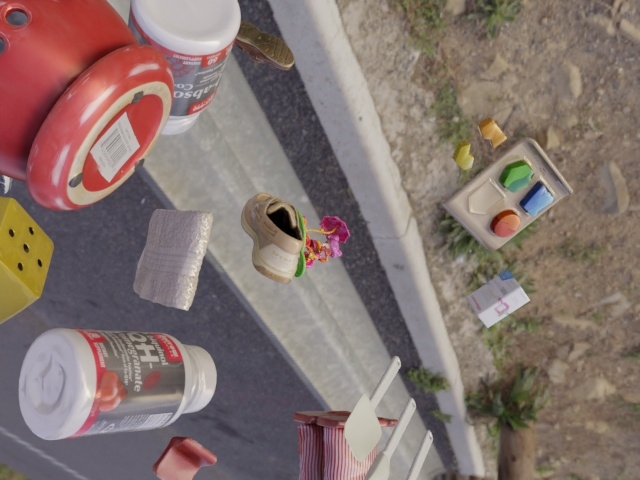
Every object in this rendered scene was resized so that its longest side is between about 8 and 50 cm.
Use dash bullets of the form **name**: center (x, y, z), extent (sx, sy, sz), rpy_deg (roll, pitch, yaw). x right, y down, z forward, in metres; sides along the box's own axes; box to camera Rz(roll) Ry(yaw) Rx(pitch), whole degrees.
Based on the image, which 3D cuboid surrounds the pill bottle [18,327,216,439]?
- **pill bottle**: center (-0.340, 0.248, 1.130), extent (0.176, 0.176, 0.319), rpy_deg (-6, 168, 33)

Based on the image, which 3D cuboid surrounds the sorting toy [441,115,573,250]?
- **sorting toy**: center (0.374, -0.111, 1.341), extent (0.229, 0.041, 0.307), rpy_deg (-38, 129, 19)

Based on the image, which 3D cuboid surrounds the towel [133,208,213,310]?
- **towel**: center (-0.295, 0.029, 1.245), extent (0.049, 0.187, 0.282), rpy_deg (17, 173, -31)

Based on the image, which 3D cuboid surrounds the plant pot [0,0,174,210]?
- **plant pot**: center (-0.237, -0.137, 0.564), extent (0.174, 0.191, 0.191), rpy_deg (35, 147, 3)

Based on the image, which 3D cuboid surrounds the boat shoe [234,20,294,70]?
- **boat shoe**: center (-0.138, -0.457, 1.530), extent (0.178, 0.064, 0.060), rpy_deg (34, 151, 12)

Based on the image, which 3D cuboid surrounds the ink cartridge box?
- **ink cartridge box**: center (0.425, 0.140, 1.539), extent (0.122, 0.088, 0.052), rpy_deg (-35, 114, 10)

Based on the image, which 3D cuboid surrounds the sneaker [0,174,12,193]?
- **sneaker**: center (-0.834, -0.244, 1.718), extent (0.110, 0.122, 0.283), rpy_deg (38, 134, 16)

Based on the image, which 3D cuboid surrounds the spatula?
- **spatula**: center (0.093, 0.246, 0.801), extent (0.019, 0.242, 0.168), rpy_deg (-21, 95, 26)

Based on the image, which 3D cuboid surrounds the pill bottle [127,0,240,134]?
- **pill bottle**: center (-0.309, -0.389, 1.365), extent (0.210, 0.210, 0.363), rpy_deg (25, 153, -10)

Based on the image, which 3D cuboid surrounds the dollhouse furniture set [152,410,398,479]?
- **dollhouse furniture set**: center (-0.075, 0.369, 0.961), extent (0.374, 0.201, 0.152), rpy_deg (6, 169, -30)

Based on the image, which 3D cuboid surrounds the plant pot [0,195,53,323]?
- **plant pot**: center (-0.630, 0.034, 1.191), extent (0.187, 0.212, 0.212), rpy_deg (-14, 137, 8)

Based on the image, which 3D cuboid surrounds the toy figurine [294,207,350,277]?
- **toy figurine**: center (0.000, 0.000, 1.559), extent (0.159, 0.173, 0.130), rpy_deg (-3, 163, -31)

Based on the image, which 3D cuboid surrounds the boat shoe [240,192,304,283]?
- **boat shoe**: center (-0.091, -0.035, 1.385), extent (0.122, 0.341, 0.110), rpy_deg (21, 111, -23)
